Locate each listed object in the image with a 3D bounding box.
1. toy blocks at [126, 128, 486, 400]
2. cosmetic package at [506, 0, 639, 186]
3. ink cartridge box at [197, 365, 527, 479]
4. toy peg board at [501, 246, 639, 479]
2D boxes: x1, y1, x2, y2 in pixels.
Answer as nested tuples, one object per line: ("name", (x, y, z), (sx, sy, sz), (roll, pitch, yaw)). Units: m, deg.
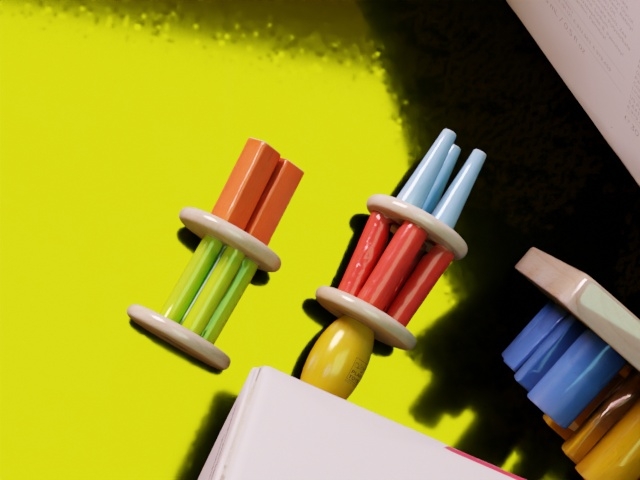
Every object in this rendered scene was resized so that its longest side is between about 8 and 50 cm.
("toy blocks", (0.000, 0.000, 0.598), (0.123, 0.054, 0.148), (30, 79, -3))
("cosmetic package", (0.202, -0.070, 0.453), (0.097, 0.284, 0.377), (-23, 61, -9))
("ink cartridge box", (0.002, 0.193, 0.490), (0.172, 0.100, 0.237), (24, 114, -3))
("toy peg board", (0.135, 0.088, 0.557), (0.160, 0.161, 0.079), (41, 94, 0))
